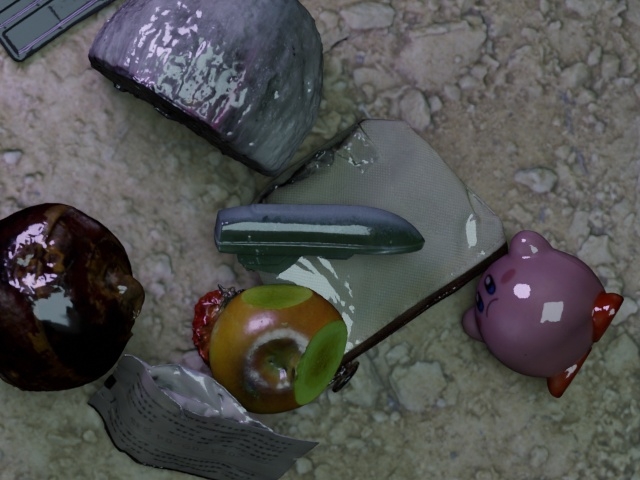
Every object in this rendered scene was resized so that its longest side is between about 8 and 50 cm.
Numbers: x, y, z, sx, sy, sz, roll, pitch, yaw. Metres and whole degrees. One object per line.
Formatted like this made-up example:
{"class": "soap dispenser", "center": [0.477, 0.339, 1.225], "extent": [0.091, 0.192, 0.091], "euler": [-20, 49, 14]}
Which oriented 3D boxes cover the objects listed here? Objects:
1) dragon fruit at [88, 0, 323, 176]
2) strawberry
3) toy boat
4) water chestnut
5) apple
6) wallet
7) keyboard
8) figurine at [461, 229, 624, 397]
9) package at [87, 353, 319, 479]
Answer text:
{"class": "dragon fruit", "center": [-0.113, -0.230, 1.843], "extent": [0.283, 0.204, 0.221], "euler": [34, 80, -8]}
{"class": "strawberry", "center": [-0.112, 0.125, 1.904], "extent": [0.104, 0.048, 0.152], "euler": [-9, 104, -18]}
{"class": "toy boat", "center": [0.000, 0.000, 1.849], "extent": [0.261, 0.078, 0.085], "euler": [0, 111, -10]}
{"class": "water chestnut", "center": [-0.328, 0.066, 1.786], "extent": [0.224, 0.238, 0.223], "euler": [24, 59, -47]}
{"class": "apple", "center": [-0.053, 0.134, 1.813], "extent": [0.163, 0.147, 0.146], "euler": [2, 103, 7]}
{"class": "wallet", "center": [0.060, 0.005, 1.936], "extent": [0.335, 0.068, 0.275], "euler": [-35, 96, -15]}
{"class": "keyboard", "center": [-0.255, -0.369, 1.911], "extent": [0.381, 0.041, 0.103], "euler": [-36, 95, -5]}
{"class": "figurine", "center": [0.278, 0.088, 1.924], "extent": [0.173, 0.173, 0.173], "euler": [1, 87, -11]}
{"class": "package", "center": [-0.152, 0.231, 1.813], "extent": [0.251, 0.204, 0.062], "euler": [28, 59, -10]}
